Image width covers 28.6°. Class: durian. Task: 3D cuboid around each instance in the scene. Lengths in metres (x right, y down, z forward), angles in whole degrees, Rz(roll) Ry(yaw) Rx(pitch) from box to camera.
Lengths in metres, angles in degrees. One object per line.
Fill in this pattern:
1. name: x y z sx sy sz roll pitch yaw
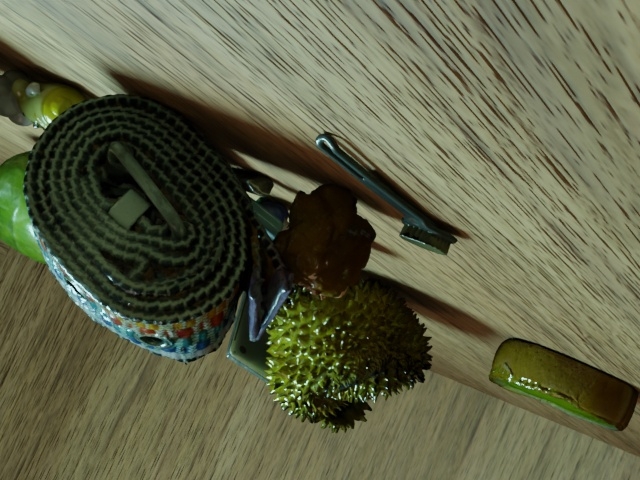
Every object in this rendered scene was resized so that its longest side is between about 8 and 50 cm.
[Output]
1. durian: 0.044 0.166 1.960 0.258 0.258 0.292 19 -173 40

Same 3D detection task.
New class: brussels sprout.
1. brussels sprout: -0.466 -0.057 2.196 0.244 0.244 0.244 24 173 3

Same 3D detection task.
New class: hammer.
1. hammer: -0.143 -0.083 1.597 0.125 0.027 0.297 29 171 -30

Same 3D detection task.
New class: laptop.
1. laptop: -0.054 0.138 2.086 0.187 0.269 0.015 36 130 -21

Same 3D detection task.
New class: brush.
1. brush: 0.061 -0.040 1.207 0.062 0.027 0.266 19 171 35

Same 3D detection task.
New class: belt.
1. belt: -0.181 -0.011 1.310 0.295 0.206 0.160 55 161 15

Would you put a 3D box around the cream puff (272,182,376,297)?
1. cream puff: 0.000 0.000 1.336 0.116 0.122 0.094 -23 -134 -41

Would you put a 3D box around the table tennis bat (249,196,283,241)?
1. table tennis bat: -0.144 -0.076 1.476 0.244 0.040 0.153 38 166 -13

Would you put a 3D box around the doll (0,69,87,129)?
1. doll: -0.335 -0.163 1.510 0.162 0.062 0.106 20 167 44

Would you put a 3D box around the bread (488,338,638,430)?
1. bread: 0.369 0.222 1.924 0.236 0.070 0.236 23 173 3

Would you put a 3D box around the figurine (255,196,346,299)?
1. figurine: -0.042 0.010 1.622 0.195 0.102 0.111 25 170 6
